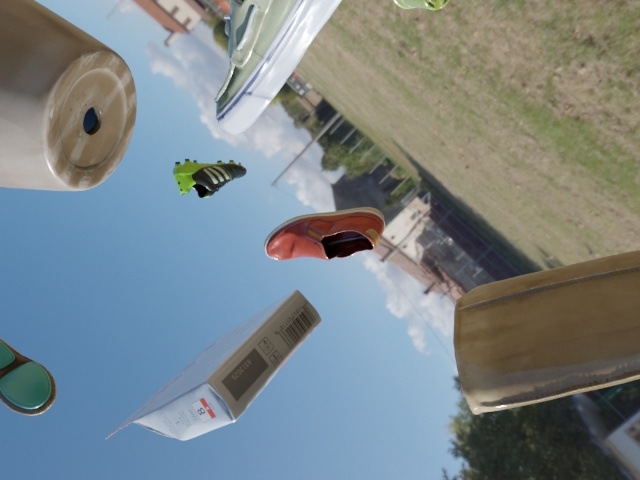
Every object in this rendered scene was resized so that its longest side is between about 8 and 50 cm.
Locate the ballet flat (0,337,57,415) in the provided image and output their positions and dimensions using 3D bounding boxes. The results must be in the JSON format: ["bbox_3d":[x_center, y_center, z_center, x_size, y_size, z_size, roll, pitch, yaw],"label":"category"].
[{"bbox_3d":[-0.459,0.211,0.764,0.206,0.067,0.073,27,-140,30],"label":"ballet flat"}]

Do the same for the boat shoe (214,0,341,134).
[{"bbox_3d":[-0.052,-0.237,0.546,0.094,0.302,0.109,33,-135,-15],"label":"boat shoe"}]

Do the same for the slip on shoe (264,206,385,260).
[{"bbox_3d":[0.000,0.000,1.274,0.101,0.331,0.123,-78,-31,-42],"label":"slip on shoe"}]

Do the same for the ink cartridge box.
[{"bbox_3d":[-0.098,0.128,0.469,0.045,0.179,0.145,51,-144,-2],"label":"ink cartridge box"}]

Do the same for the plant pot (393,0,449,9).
[{"bbox_3d":[0.157,-0.382,0.762,0.083,0.083,0.079,37,-164,-40],"label":"plant pot"}]

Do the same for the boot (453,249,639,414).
[{"bbox_3d":[0.253,0.026,0.434,0.089,0.269,0.236,62,-153,-18],"label":"boot"}]

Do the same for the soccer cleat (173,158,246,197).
[{"bbox_3d":[-0.215,-0.121,1.007,0.179,0.060,0.072,-11,-89,-53],"label":"soccer cleat"}]

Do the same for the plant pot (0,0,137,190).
[{"bbox_3d":[-0.420,-0.197,0.679,0.280,0.323,0.323,18,-173,7],"label":"plant pot"}]
